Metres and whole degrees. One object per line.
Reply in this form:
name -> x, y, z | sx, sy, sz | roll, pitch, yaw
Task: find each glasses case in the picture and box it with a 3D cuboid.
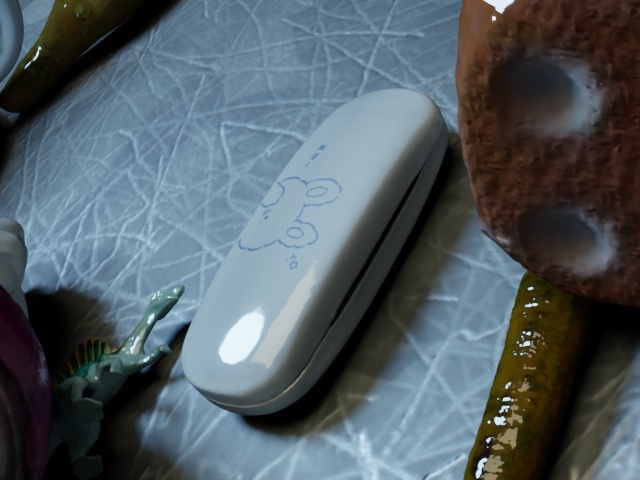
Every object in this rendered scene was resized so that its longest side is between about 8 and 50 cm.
glasses case -> 0.000, 0.000, 0.661 | 0.092, 0.059, 0.233 | 9, 58, 42

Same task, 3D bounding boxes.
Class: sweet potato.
sweet potato -> -0.188, -0.258, 1.072 | 0.346, 0.079, 0.108 | -54, 12, -19

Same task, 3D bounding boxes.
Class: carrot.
carrot -> 0.096, 0.077, 0.524 | 0.042, 0.042, 0.170 | 1, 53, 39

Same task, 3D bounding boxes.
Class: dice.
dice -> 0.161, -0.084, 0.498 | 0.174, 0.179, 0.175 | 3, 45, 27

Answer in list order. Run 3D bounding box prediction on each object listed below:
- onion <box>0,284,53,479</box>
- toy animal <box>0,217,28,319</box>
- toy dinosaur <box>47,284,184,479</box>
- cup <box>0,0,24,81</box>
onion -> -0.293, 0.133, 0.639 | 0.159, 0.267, 0.348 | -76, 5, -73
toy animal -> -0.303, 0.032, 0.767 | 0.208, 0.204, 0.156 | -47, 19, 18
toy dinosaur -> -0.156, 0.102, 0.699 | 0.187, 0.044, 0.106 | -44, 29, 21
cup -> -0.441, -0.148, 0.964 | 0.357, 0.274, 0.259 | -40, 39, 7
